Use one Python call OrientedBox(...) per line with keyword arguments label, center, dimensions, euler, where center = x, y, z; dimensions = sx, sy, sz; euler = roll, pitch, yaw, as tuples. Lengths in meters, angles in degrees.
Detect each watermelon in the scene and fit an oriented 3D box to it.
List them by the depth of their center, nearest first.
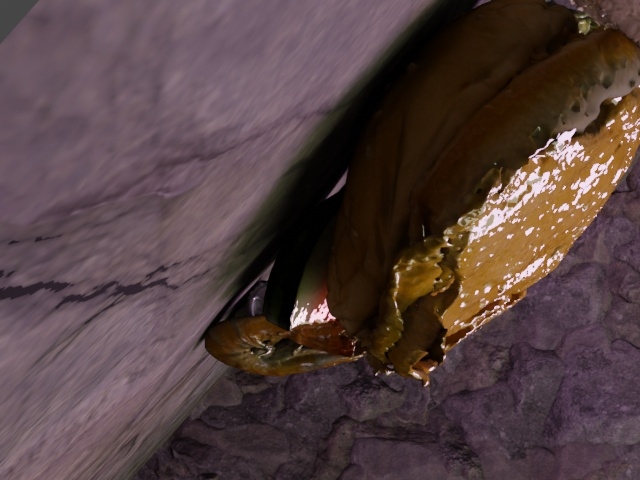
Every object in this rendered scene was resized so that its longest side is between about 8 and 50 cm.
OrientedBox(label="watermelon", center=(-0.003, 0.024, 0.664), dimensions=(0.145, 0.137, 0.193), euler=(-4, 142, -40))

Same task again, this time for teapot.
OrientedBox(label="teapot", center=(-0.065, 0.123, 0.852), dimensions=(0.077, 0.107, 0.200), euler=(-42, 174, -25))

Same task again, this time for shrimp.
OrientedBox(label="shrimp", center=(-0.021, 0.106, 0.706), dimensions=(0.115, 0.217, 0.051), euler=(63, 24, -60))

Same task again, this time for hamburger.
OrientedBox(label="hamburger", center=(0.123, -0.040, 0.532), dimensions=(0.318, 0.158, 0.319), euler=(-41, 154, -24))

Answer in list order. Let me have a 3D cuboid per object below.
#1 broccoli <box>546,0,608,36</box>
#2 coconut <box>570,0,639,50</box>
OrientedBox(label="broccoli", center=(0.226, -0.165, 0.756), dimensions=(0.198, 0.176, 0.226), euler=(-54, 163, -10))
OrientedBox(label="coconut", center=(0.556, -0.400, 0.938), dimensions=(0.360, 0.346, 0.346), euler=(-38, 173, -28))
